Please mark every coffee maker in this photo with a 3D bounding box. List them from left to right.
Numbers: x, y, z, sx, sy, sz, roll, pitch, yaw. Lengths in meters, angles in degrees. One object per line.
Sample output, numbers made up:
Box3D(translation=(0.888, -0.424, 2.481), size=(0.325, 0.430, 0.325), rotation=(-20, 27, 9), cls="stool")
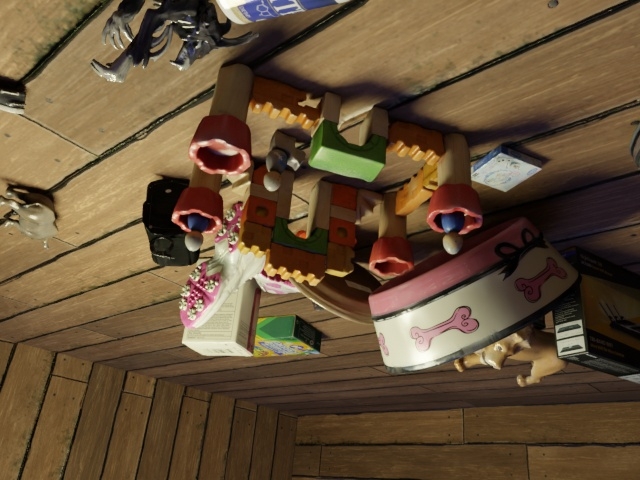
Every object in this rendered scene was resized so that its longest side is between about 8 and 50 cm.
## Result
Box3D(translation=(-0.310, -0.013, 1.128), size=(0.120, 0.171, 0.178), rotation=(22, 151, 2), cls="coffee maker")

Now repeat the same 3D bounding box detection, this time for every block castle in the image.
Box3D(translation=(0.000, -0.069, 0.911), size=(0.454, 0.212, 0.303), rotation=(13, 153, -17), cls="block castle")

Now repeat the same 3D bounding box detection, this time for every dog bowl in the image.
Box3D(translation=(0.275, 0.095, 1.071), size=(0.408, 0.150, 0.408), rotation=(-28, 177, -1), cls="dog bowl")

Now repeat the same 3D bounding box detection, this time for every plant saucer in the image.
Box3D(translation=(0.042, 0.090, 1.238), size=(0.278, 0.278, 0.041), rotation=(20, 110, -27), cls="plant saucer")

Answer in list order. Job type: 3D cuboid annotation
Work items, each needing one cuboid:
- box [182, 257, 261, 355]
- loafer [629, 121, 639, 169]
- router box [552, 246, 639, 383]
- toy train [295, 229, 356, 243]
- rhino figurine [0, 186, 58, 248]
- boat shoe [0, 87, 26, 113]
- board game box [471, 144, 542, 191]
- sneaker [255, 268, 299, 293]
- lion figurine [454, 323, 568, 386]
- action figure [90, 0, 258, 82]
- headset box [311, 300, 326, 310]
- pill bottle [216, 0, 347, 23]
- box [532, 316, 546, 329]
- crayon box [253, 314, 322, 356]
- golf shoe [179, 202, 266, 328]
Box3D(translation=(-0.247, 0.172, 1.424), size=(0.149, 0.232, 0.127), rotation=(-2, 153, 16), cls="box")
Box3D(translation=(0.536, -0.167, 0.741), size=(0.109, 0.095, 0.302), rotation=(9, 154, -6), cls="loafer")
Box3D(translation=(0.658, 0.176, 1.251), size=(0.309, 0.242, 0.081), rotation=(19, 151, -26), cls="router box")
Box3D(translation=(0.000, 0.000, 1.185), size=(0.166, 0.125, 0.046), rotation=(24, -173, -40), cls="toy train")
Box3D(translation=(-0.653, -0.042, 1.249), size=(0.106, 0.073, 0.243), rotation=(16, 154, -14), cls="rhino figurine")
Box3D(translation=(-0.533, -0.237, 0.868), size=(0.125, 0.038, 0.046), rotation=(16, -166, -10), cls="boat shoe")
Box3D(translation=(0.318, -0.124, 0.956), size=(0.090, 0.020, 0.090), rotation=(17, 151, -21), cls="board game box")
Box3D(translation=(-0.125, 0.079, 1.361), size=(0.111, 0.102, 0.252), rotation=(-16, 146, 33), cls="sneaker")
Box3D(translation=(0.456, 0.239, 1.247), size=(0.393, 0.142, 0.240), rotation=(11, 151, -32), cls="lion figurine")
Box3D(translation=(-0.218, -0.264, 0.625), size=(0.276, 0.164, 0.140), rotation=(24, 111, -24), cls="action figure")
Box3D(translation=(0.010, 0.183, 1.625), size=(0.062, 0.032, 0.083), rotation=(2, 152, 7), cls="headset box")
Box3D(translation=(-0.015, -0.297, 0.564), size=(0.187, 0.111, 0.112), rotation=(-5, 152, 19), cls="pill bottle")
Box3D(translation=(0.410, 0.164, 1.390), size=(0.164, 0.142, 0.247), rotation=(20, 149, -25), cls="box")
Box3D(translation=(-0.184, 0.341, 1.928), size=(0.323, 0.083, 0.203), rotation=(-8, 151, 26), cls="crayon box")
Box3D(translation=(-0.190, 0.071, 1.193), size=(0.140, 0.115, 0.306), rotation=(22, 106, -45), cls="golf shoe")
